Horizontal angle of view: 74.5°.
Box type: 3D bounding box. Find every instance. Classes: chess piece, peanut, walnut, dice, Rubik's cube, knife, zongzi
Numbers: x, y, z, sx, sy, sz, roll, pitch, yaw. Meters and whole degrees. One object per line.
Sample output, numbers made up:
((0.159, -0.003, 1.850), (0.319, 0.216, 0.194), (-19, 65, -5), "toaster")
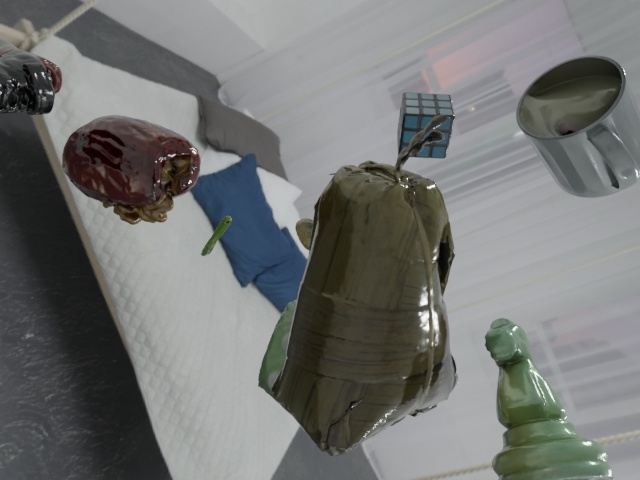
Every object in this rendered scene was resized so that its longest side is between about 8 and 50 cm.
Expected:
((0.357, 0.267, 0.737), (0.176, 0.176, 0.298), (51, 27, -45), "chess piece")
((0.000, 0.000, 1.356), (0.194, 0.083, 0.093), (37, 60, 5), "peanut")
((-0.422, -0.151, 0.953), (0.222, 0.269, 0.244), (-9, 114, -65), "walnut")
((-0.007, 0.396, 1.437), (0.330, 0.322, 0.318), (38, 72, -79), "dice")
((0.343, -0.382, 1.396), (0.162, 0.161, 0.163), (89, 8, -45), "Rubik's cube")
((-0.256, -0.004, 1.018), (0.022, 0.184, 0.026), (15, 50, -30), "knife")
((0.166, 0.066, 0.746), (0.467, 0.218, 0.500), (4, 102, -48), "zongzi")

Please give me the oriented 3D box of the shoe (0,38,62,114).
((-0.540, -0.259, 0.730), (0.137, 0.114, 0.291), (13, 34, -17), "shoe")

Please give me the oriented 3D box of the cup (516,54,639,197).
((0.691, -0.243, 1.058), (0.327, 0.237, 0.323), (31, 34, -38), "cup")
